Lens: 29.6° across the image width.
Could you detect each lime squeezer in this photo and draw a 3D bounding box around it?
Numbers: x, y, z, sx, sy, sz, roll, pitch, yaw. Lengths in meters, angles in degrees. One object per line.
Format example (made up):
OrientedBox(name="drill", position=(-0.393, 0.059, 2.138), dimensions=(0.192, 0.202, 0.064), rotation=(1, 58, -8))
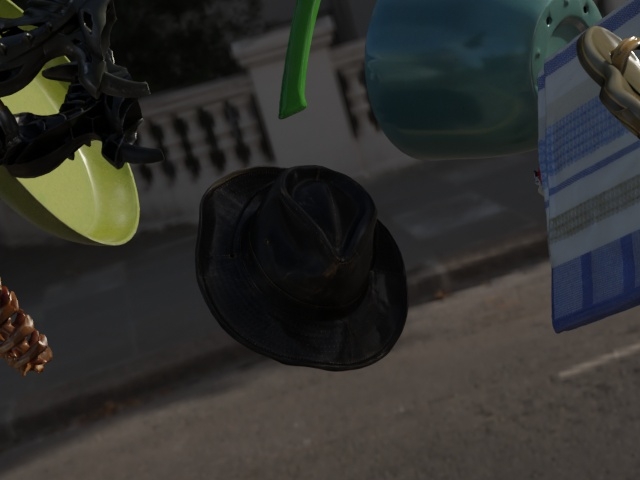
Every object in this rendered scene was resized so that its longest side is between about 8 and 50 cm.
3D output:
OrientedBox(name="lime squeezer", position=(-0.036, -0.239, 0.750), dimensions=(0.110, 0.310, 0.059), rotation=(-23, 4, 7))

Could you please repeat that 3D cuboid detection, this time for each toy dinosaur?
OrientedBox(name="toy dinosaur", position=(-0.216, -0.076, 0.696), dimensions=(0.218, 0.321, 0.164), rotation=(-22, 0, -11))

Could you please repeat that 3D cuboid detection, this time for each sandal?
OrientedBox(name="sandal", position=(0.235, -0.122, 0.896), dimensions=(0.049, 0.072, 0.180), rotation=(-49, 13, 23))

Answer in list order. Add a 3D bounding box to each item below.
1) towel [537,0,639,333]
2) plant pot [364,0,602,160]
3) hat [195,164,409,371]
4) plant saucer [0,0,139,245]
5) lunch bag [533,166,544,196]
OrientedBox(name="towel", position=(0.267, -0.073, 1.079), dimensions=(0.034, 0.285, 0.209), rotation=(11, -23, -24))
OrientedBox(name="plant pot", position=(0.244, -0.248, 1.646), dimensions=(0.235, 0.293, 0.293), rotation=(8, 26, 44))
OrientedBox(name="hat", position=(0.000, 0.000, 1.541), dimensions=(0.331, 0.331, 0.134), rotation=(-27, -20, -42))
OrientedBox(name="plant saucer", position=(-0.228, -0.092, 0.942), dimensions=(0.037, 0.241, 0.241), rotation=(-31, 9, 13))
OrientedBox(name="lunch bag", position=(0.415, -0.075, 1.448), dimensions=(0.293, 0.120, 0.258), rotation=(5, 34, 38))
